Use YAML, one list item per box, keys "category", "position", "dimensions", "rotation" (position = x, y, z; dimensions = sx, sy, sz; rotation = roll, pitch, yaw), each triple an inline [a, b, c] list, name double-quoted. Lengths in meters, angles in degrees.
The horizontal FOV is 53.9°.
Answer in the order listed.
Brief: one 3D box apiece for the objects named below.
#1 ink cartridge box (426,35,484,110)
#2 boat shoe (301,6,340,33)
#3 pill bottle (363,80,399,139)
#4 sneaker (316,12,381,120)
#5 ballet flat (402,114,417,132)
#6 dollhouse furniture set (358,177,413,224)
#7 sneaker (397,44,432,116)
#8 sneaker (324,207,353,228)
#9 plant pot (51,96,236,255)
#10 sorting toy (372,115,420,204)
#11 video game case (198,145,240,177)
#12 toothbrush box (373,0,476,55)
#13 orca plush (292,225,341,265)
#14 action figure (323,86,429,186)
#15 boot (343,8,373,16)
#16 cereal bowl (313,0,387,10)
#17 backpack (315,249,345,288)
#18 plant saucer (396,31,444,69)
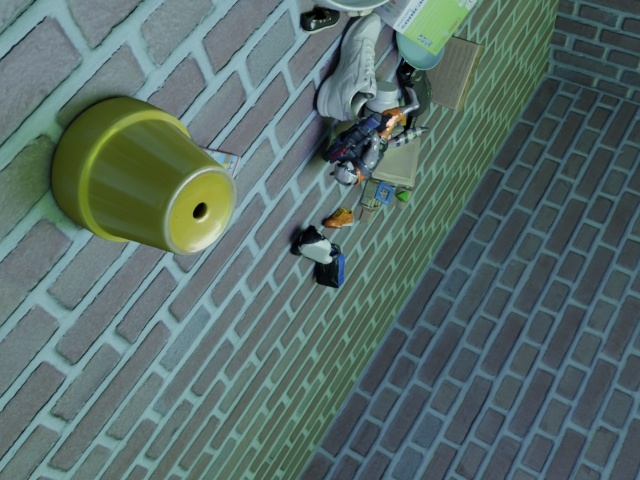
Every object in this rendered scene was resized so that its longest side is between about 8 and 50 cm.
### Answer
- category: "ink cartridge box"
  position: [0.439, -0.596, 2.209]
  dimensions: [0.088, 0.193, 0.234]
  rotation: [-26, 138, -59]
- category: "boat shoe"
  position: [0.005, -0.540, 1.520]
  dimensions: [0.133, 0.049, 0.042]
  rotation: [-38, 155, -38]
- category: "pill bottle"
  position: [0.191, -0.404, 1.991]
  dimensions: [0.108, 0.108, 0.180]
  rotation: [-41, 148, -43]
- category: "sneaker"
  position: [0.111, -0.460, 1.702]
  dimensions: [0.114, 0.152, 0.305]
  rotation: [18, 97, -62]
- category: "ballet flat"
  position: [0.329, -0.440, 2.350]
  dimensions: [0.049, 0.057, 0.173]
  rotation: [17, 100, -26]
- category: "dollhouse furniture set"
  position: [0.227, -0.123, 2.300]
  dimensions: [0.101, 0.161, 0.181]
  rotation: [-16, 127, -61]
- category: "sneaker"
  position: [0.309, -0.546, 2.127]
  dimensions: [0.130, 0.109, 0.286]
  rotation: [-36, 136, -37]
- category: "sneaker"
  position: [0.059, -0.075, 2.144]
  dimensions: [0.175, 0.064, 0.067]
  rotation: [-22, 114, -65]
- category: "plant pot"
  position: [-0.286, -0.093, 1.093]
  dimensions: [0.254, 0.239, 0.254]
  rotation: [-39, 145, -36]
- category: "sorting toy"
  position: [0.259, -0.293, 2.209]
  dimensions: [0.196, 0.047, 0.347]
  rotation: [10, 87, -30]
- category: "video game case"
  position: [-0.292, -0.108, 1.373]
  dimensions: [0.285, 0.025, 0.204]
  rotation: [-1, 115, -65]
- category: "toothbrush box"
  position: [0.295, -0.676, 1.785]
  dimensions: [0.283, 0.122, 0.206]
  rotation: [1, 131, -56]
- category: "orca plush"
  position: [0.000, 0.000, 2.023]
  dimensions: [0.287, 0.151, 0.102]
  rotation: [25, 58, -60]
- category: "action figure"
  position: [0.161, -0.277, 1.769]
  dimensions: [0.330, 0.178, 0.341]
  rotation: [-46, -171, -14]
- category: "boot"
  position: [0.071, -0.631, 1.517]
  dimensions: [0.262, 0.095, 0.203]
  rotation: [-49, 155, -37]
- category: "cereal bowl"
  position: [0.040, -0.642, 1.284]
  dimensions: [0.339, 0.141, 0.338]
  rotation: [-9, 108, -28]
- category: "backpack"
  position: [0.037, 0.091, 2.212]
  dimensions: [0.101, 0.098, 0.120]
  rotation: [-48, 143, -58]
- category: "plant saucer"
  position: [0.308, -0.635, 1.996]
  dimensions: [0.195, 0.037, 0.194]
  rotation: [0, 91, -31]
